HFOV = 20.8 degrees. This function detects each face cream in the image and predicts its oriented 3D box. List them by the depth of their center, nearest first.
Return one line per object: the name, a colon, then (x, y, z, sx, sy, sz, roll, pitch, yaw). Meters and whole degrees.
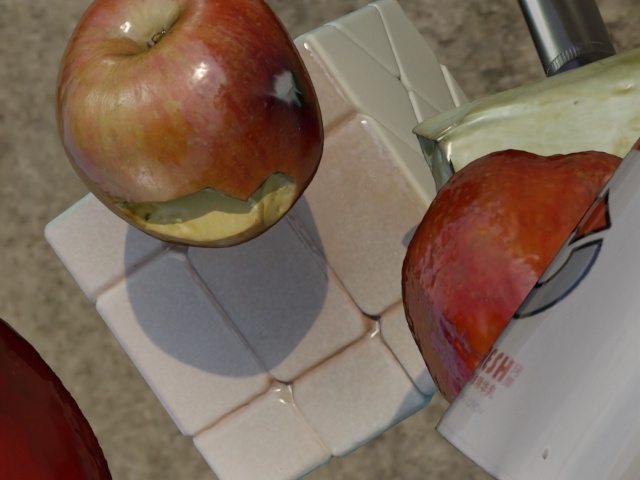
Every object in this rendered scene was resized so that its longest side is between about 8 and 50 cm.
face cream: (0.142, 0.011, 0.656, 0.096, 0.096, 0.214, 35, 91, 42)

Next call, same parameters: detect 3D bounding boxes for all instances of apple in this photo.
apple: (-0.084, -0.081, 1.160, 0.199, 0.199, 0.199, 23, 119, 48)

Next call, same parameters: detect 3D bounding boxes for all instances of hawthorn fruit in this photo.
hawthorn fruit: (0.132, 0.039, 0.990, 0.173, 0.173, 0.179, -56, 46, 46)

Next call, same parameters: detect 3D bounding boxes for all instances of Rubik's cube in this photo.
Rubik's cube: (0.000, 0.000, 1.610, 0.316, 0.322, 0.318, -34, 93, 20)

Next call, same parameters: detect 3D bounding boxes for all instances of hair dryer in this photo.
hair dryer: (0.165, -0.212, 1.398, 0.156, 0.284, 0.320, -28, 62, 18)

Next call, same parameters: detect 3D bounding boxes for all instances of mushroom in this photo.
mushroom: (0.220, -0.083, 1.225, 0.081, 0.312, 0.100, 152, 101, -72)

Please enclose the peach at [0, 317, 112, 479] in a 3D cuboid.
peach: (-0.212, 0.187, 0.863, 0.281, 0.281, 0.338, -17, 96, 54)
